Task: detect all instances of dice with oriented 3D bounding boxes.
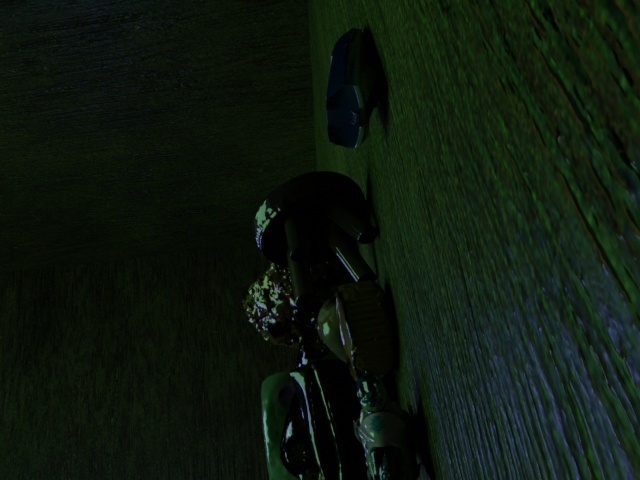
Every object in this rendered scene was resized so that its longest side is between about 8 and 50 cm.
[{"bbox_3d":[0.000,0.546,1.960,0.318,0.322,0.330,91,171,-68],"label":"dice"}]

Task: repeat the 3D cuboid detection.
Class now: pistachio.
[{"bbox_3d":[0.071,0.209,1.544,0.206,0.131,0.129,48,-144,-36],"label":"pistachio"}]

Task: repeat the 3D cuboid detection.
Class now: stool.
[{"bbox_3d":[0.000,0.000,1.495,0.272,0.272,0.178,86,162,-49],"label":"stool"}]

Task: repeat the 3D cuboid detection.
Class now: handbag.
[{"bbox_3d":[0.063,0.427,1.487,0.342,0.152,0.288,36,-142,-58],"label":"handbag"}]

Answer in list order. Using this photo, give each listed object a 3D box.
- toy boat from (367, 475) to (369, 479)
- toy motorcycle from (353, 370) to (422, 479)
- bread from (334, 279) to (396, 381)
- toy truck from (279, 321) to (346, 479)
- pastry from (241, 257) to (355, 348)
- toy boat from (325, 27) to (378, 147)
[{"bbox_3d":[0.142,0.466,1.394,0.134,0.079,0.207,42,-133,-72],"label":"toy boat"},{"bbox_3d":[0.112,0.310,1.154,0.239,0.108,0.204,-165,61,-84],"label":"toy motorcycle"},{"bbox_3d":[0.094,0.179,1.366,0.199,0.104,0.199,169,90,-86],"label":"bread"},{"bbox_3d":[0.038,0.426,1.741,0.180,0.254,0.405,98,180,-69],"label":"toy truck"},{"bbox_3d":[-0.037,0.152,2.000,0.405,0.337,0.292,-63,-1,27],"label":"pastry"},{"bbox_3d":[0.062,-0.299,1.218,0.295,0.088,0.129,-83,-9,-46],"label":"toy boat"}]
